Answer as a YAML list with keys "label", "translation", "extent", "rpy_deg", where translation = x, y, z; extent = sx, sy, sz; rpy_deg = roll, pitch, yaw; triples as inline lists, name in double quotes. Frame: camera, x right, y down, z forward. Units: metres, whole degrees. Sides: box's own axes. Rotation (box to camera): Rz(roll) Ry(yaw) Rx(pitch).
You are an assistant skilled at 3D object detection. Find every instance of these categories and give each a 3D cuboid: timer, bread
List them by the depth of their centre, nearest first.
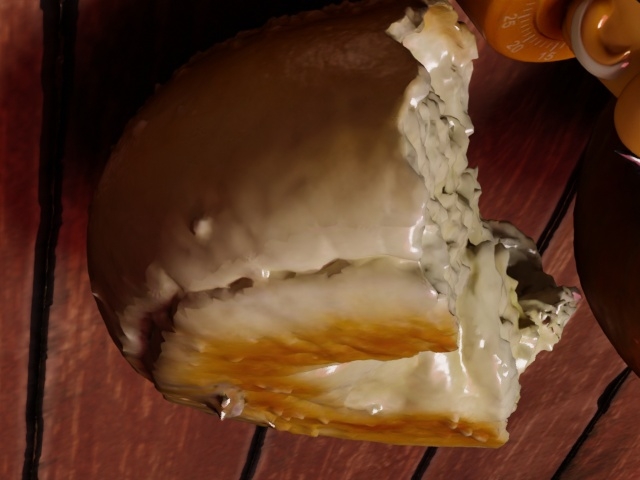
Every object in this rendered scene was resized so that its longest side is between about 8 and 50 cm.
- label: "timer"
  translation: [0.132, -0.093, 0.841]
  extent: [0.132, 0.152, 0.132]
  rpy_deg: [-20, 157, -9]
- label: "bread"
  translation: [-0.003, 0.002, 0.901]
  extent: [0.192, 0.171, 0.314]
  rpy_deg: [-7, 159, 17]

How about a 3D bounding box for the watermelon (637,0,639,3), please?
- label: "watermelon"
  translation: [0.178, -0.159, 0.683]
  extent: [0.212, 0.212, 0.212]
  rpy_deg: [-20, 157, -9]

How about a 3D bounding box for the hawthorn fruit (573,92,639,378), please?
- label: "hawthorn fruit"
  translation: [0.253, -0.014, 0.997]
  extent: [0.301, 0.267, 0.268]
  rpy_deg: [4, 146, -31]
